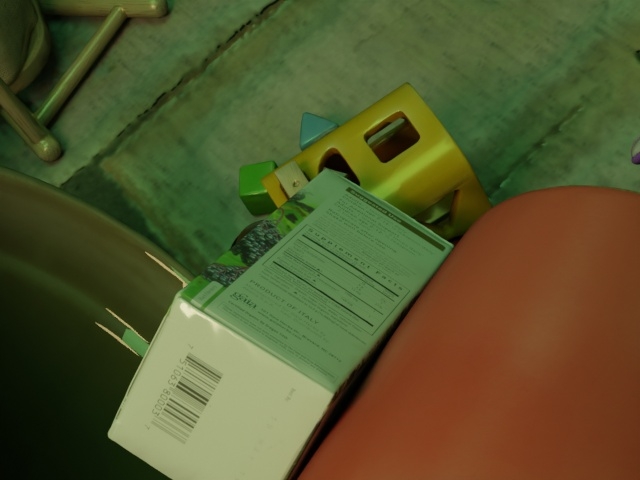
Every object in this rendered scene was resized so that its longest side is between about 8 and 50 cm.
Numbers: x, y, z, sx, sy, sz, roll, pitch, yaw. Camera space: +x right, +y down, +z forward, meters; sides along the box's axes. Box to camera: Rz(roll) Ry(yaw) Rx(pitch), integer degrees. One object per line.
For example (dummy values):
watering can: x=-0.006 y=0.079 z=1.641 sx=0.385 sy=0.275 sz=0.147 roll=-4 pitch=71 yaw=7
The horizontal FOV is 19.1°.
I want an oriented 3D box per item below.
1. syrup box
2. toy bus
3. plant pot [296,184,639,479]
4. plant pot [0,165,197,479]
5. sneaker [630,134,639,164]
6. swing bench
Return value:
syrup box: x=-0.014 y=0.050 z=1.033 sx=0.096 sy=0.237 sz=0.093 roll=32 pitch=115 yaw=6
toy bus: x=0.008 y=-0.010 z=1.198 sx=0.191 sy=0.104 sz=0.202 roll=3 pitch=59 yaw=25
plant pot: x=0.128 y=0.122 z=0.973 sx=0.275 sy=0.275 sz=0.243 roll=5 pitch=50 yaw=26
plant pot: x=-0.214 y=0.154 z=1.054 sx=0.280 sy=0.323 sz=0.323 roll=-54 pitch=46 yaw=26
sneaker: x=0.256 y=-0.007 z=1.105 sx=0.104 sy=0.095 sz=0.236 roll=-33 pitch=46 yaw=8
swing bench: x=-0.288 y=-0.221 z=1.371 sx=0.254 sy=0.253 sz=0.165 roll=24 pitch=70 yaw=34
